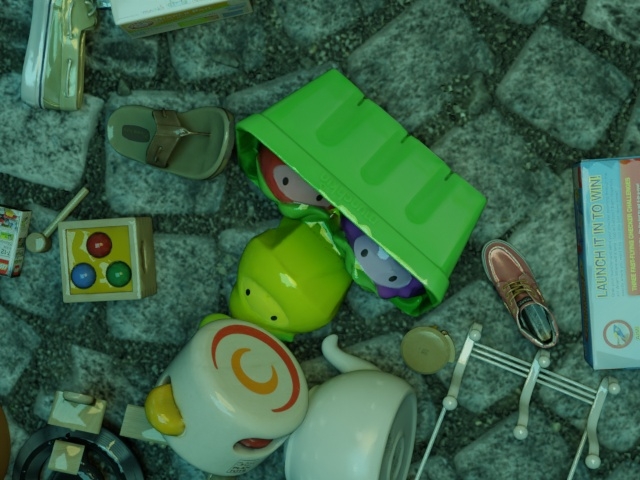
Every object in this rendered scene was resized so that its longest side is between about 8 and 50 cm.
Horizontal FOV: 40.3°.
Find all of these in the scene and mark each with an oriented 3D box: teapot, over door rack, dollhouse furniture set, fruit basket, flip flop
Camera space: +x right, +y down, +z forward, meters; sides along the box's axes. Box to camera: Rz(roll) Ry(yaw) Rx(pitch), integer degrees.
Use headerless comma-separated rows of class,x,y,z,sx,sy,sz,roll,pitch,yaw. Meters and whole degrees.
teapot,0.024,0.304,1.280,0.187,0.256,0.253,10,107,19
over door rack,0.279,0.316,1.306,0.239,0.108,0.324,22,95,7
dollhouse furniture set,-0.289,0.425,1.287,0.303,0.174,0.356,15,76,-8
fruit basket,0.000,0.000,1.266,0.391,0.283,0.392,1,79,-4
flip flop,-0.237,-0.157,1.312,0.277,0.080,0.112,14,97,35

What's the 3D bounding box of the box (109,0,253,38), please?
box,-0.214,-0.386,1.323,0.203,0.114,0.103,-12,92,1

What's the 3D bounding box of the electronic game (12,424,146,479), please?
electronic game,-0.394,0.402,1.427,0.229,0.048,0.229,1,99,8

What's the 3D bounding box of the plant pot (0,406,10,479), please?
plant pot,-0.677,0.347,1.385,0.290,0.203,0.291,0,93,8

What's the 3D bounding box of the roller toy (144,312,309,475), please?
roller toy,-0.128,0.221,1.210,0.191,0.209,0.146,39,120,-6

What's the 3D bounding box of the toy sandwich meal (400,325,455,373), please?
toy sandwich meal,0.166,0.167,1.354,0.085,0.029,0.086,3,102,14

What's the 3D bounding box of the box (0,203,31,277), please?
box,-0.588,-0.015,1.439,0.206,0.036,0.114,12,94,7

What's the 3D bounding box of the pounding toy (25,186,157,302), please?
pounding toy,-0.378,0.005,1.384,0.205,0.094,0.181,-3,92,7

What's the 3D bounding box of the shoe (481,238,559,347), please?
shoe,0.300,0.078,1.304,0.063,0.081,0.178,-30,89,8

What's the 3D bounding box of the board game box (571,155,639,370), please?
board game box,0.534,0.025,1.269,0.301,0.086,0.308,-3,92,8

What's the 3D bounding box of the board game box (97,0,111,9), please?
board game box,-0.313,-0.417,1.393,0.090,0.020,0.090,-2,92,7

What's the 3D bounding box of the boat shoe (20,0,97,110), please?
boat shoe,-0.400,-0.352,1.378,0.094,0.109,0.303,11,103,-8
